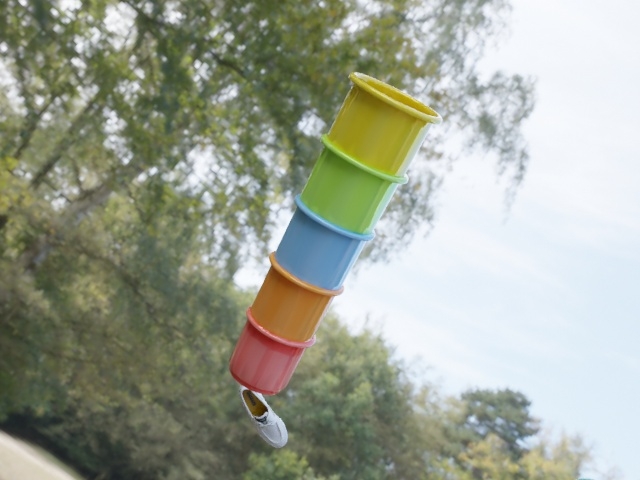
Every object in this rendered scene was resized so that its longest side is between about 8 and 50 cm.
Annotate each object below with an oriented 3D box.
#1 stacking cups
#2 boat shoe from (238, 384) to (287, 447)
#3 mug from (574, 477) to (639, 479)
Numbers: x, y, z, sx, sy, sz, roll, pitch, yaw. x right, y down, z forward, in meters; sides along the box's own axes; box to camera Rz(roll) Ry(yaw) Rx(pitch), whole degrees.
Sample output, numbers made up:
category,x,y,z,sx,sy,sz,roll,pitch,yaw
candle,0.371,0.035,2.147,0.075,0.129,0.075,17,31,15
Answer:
category,x,y,z,sx,sy,sz,roll,pitch,yaw
stacking cups,0.000,0.000,0.835,0.096,0.316,0.096,25,19,-9
boat shoe,-0.076,0.232,1.150,0.100,0.035,0.035,62,1,-5
mug,0.277,0.266,0.735,0.157,0.130,0.097,55,-44,28
